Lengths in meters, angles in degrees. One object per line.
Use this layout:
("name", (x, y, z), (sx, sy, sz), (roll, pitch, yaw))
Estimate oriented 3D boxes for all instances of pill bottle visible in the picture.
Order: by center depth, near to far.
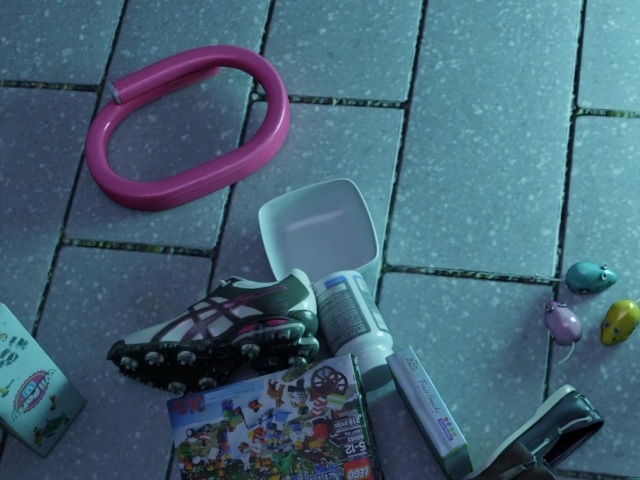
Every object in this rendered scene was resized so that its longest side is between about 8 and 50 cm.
("pill bottle", (0.041, 0.112, 1.669), (0.078, 0.078, 0.137), (-23, 61, -3))

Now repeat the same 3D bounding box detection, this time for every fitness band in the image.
("fitness band", (-0.184, -0.157, 1.865), (0.290, 0.054, 0.209), (-24, 61, -2))

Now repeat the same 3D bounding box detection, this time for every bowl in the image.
("bowl", (0.000, 0.000, 1.750), (0.142, 0.053, 0.142), (-18, 61, 1))

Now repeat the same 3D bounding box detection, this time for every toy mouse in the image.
("toy mouse", (0.318, 0.073, 1.667), (0.143, 0.031, 0.161), (39, 75, 25))

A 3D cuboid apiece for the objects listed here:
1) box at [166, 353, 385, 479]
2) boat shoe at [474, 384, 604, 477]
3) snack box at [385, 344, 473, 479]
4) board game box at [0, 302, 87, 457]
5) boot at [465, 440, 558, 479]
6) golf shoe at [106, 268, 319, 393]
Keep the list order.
("box", (-0.053, 0.238, 1.597), (0.233, 0.044, 0.159), (-16, 76, 11))
("boat shoe", (0.244, 0.254, 1.561), (0.065, 0.075, 0.206), (37, 69, 28))
("snack box", (0.128, 0.203, 1.592), (0.037, 0.100, 0.141), (-27, 61, -5))
("board game box", (-0.432, 0.123, 1.617), (0.224, 0.303, 0.097), (28, 70, 21))
("boot", (0.150, 0.300, 1.492), (0.207, 0.090, 0.248), (-44, 30, -5))
("golf shoe", (-0.129, 0.114, 1.682), (0.272, 0.105, 0.120), (-9, 51, 16))
